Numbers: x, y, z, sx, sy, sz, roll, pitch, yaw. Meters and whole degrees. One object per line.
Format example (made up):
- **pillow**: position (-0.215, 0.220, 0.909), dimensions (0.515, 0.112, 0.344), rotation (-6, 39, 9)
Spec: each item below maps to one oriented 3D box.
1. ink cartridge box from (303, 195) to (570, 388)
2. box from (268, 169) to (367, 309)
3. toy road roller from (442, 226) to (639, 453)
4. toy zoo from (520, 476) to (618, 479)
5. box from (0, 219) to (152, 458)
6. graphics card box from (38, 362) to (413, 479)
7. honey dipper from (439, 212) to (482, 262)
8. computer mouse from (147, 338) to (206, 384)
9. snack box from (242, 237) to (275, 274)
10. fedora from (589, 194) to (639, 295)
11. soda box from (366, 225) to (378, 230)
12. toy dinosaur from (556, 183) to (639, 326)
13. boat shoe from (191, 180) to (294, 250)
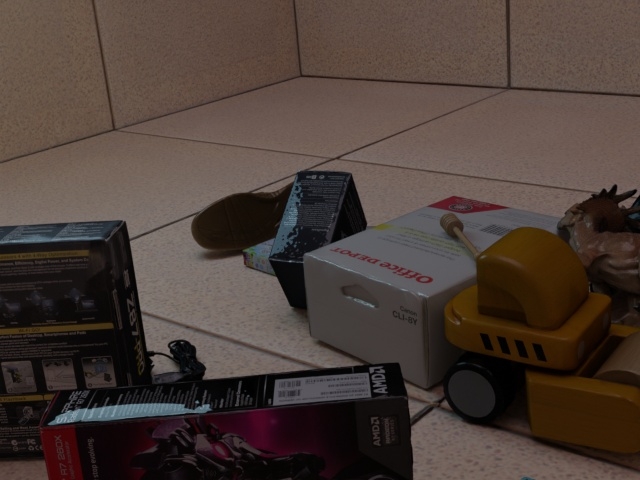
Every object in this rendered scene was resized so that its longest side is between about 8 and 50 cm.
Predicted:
- **ink cartridge box**: position (0.201, 0.067, 1.544), dimensions (0.385, 0.160, 0.279), rotation (-20, 25, -37)
- **box**: position (0.000, 0.000, 1.675), dimensions (0.108, 0.153, 0.207), rotation (3, 52, 19)
- **toy road roller**: position (0.323, 0.120, 1.248), dimensions (0.330, 0.240, 0.202), rotation (9, 24, 34)
- **toy zoo**: position (0.270, 0.334, 0.978), dimensions (0.193, 0.030, 0.293), rotation (-8, 20, -7)
- **box**: position (-0.441, 0.143, 1.273), dimensions (0.395, 0.318, 0.097), rotation (-4, 20, 6)
- **graphics card box**: position (-0.087, 0.262, 0.974), dimensions (0.371, 0.232, 0.094), rotation (-5, 16, 0)
- **honey dipper**: position (0.224, -0.003, 1.455), dimensions (0.031, 0.030, 0.160), rotation (-8, 23, -9)
- **computer mouse**: position (-0.306, 0.210, 1.439), dimensions (0.262, 0.060, 0.184), rotation (-1, 12, -23)
- **snack box**: position (-0.074, 0.024, 1.917), dimensions (0.141, 0.037, 0.100), rotation (-22, 25, -38)
- **fedora**: position (0.592, 0.005, 1.571), dimensions (0.153, 0.334, 0.334), rotation (34, 29, 7)
- **soda box**: position (0.102, 0.022, 1.811), dimensions (0.263, 0.083, 0.092), rotation (-1, 20, 11)
- **toy dinosaur**: position (0.461, 0.024, 1.381), dimensions (0.296, 0.127, 0.200), rotation (33, 63, 29)
- **boat shoe**: position (-0.137, -0.050, 2.068), dimensions (0.342, 0.123, 0.123), rotation (-23, -4, -29)
